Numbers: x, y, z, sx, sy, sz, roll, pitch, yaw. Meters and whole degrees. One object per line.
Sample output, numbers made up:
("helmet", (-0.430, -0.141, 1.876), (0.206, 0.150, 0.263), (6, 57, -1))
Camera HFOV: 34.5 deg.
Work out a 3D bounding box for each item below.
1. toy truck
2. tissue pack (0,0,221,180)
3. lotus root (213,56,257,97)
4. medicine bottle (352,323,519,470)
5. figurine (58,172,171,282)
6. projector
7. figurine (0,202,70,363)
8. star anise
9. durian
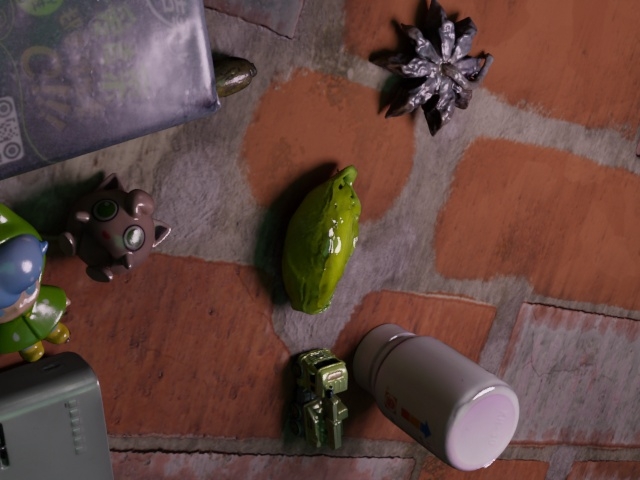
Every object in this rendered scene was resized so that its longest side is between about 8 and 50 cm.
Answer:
("toy truck", (0.006, 0.280, 1.778), (0.077, 0.100, 0.169), (-11, 114, -35))
("tissue pack", (-0.334, -0.248, 1.306), (0.394, 0.124, 0.288), (-22, 121, -29))
("lotus root", (-0.134, -0.241, 1.503), (0.099, 0.054, 0.049), (-23, 141, -27))
("medicine bottle", (0.190, 0.261, 1.785), (0.170, 0.293, 0.170), (-15, 117, -31))
("figurine", (-0.288, -0.015, 1.431), (0.138, 0.125, 0.125), (-48, 130, -30))
("projector", (-0.413, 0.305, 1.472), (0.198, 0.108, 0.250), (-18, 119, -31))
("figurine", (-0.420, 0.064, 1.361), (0.162, 0.143, 0.263), (-33, 141, -13))
("star anise", (0.208, -0.289, 1.725), (0.262, 0.081, 0.230), (-8, 101, -32))
("durian", (0.000, 0.000, 1.672), (0.139, 0.101, 0.250), (-28, 131, -69))
